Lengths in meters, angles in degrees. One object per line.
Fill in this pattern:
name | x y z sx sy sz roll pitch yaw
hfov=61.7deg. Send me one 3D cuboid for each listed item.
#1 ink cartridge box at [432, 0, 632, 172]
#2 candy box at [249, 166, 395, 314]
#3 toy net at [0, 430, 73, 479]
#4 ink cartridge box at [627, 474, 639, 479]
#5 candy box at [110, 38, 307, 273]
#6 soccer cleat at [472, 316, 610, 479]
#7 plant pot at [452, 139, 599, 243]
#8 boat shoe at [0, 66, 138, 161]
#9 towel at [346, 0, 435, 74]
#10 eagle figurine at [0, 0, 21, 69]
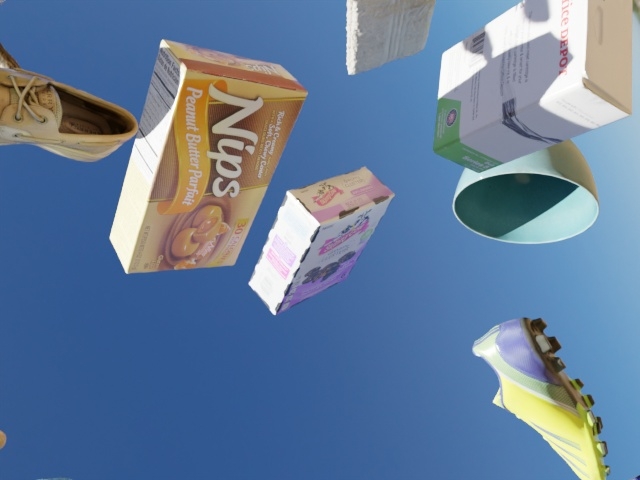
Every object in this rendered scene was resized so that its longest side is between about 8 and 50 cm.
ink cartridge box | 0.310 -0.243 0.811 0.114 0.272 0.199 19 -109 -27
candy box | 0.000 0.000 0.794 0.164 0.196 0.070 -23 -120 -41
toy net | -0.287 0.202 0.411 0.122 0.232 0.045 -52 -39 -35
ink cartridge box | 0.344 0.171 0.400 0.307 0.304 0.072 -4 -126 -16
candy box | -0.165 -0.101 0.758 0.182 0.317 0.087 -3 -139 -42
soccer cleat | 0.325 0.239 0.785 0.289 0.121 0.093 57 -153 -12
plant pot | 0.449 -0.146 1.177 0.290 0.290 0.196 32 -121 -34
boat shoe | -0.375 -0.173 0.689 0.302 0.098 0.109 9 -111 -60
towel | 0.140 -0.458 1.087 0.282 0.187 0.049 87 162 -69
eagle figurine | -0.534 -0.322 0.813 0.226 0.225 0.299 -5 -96 -29
